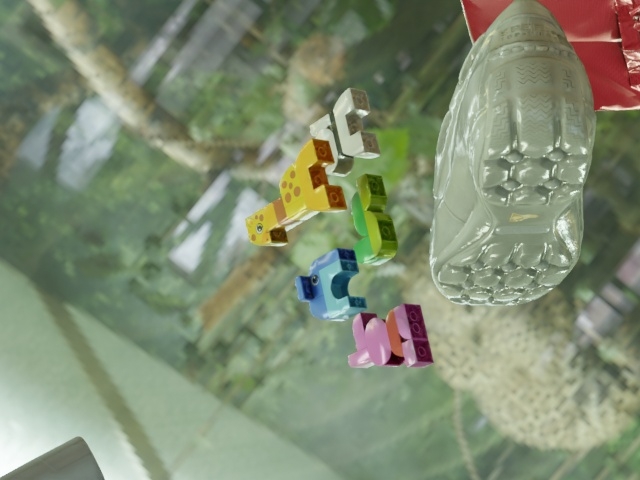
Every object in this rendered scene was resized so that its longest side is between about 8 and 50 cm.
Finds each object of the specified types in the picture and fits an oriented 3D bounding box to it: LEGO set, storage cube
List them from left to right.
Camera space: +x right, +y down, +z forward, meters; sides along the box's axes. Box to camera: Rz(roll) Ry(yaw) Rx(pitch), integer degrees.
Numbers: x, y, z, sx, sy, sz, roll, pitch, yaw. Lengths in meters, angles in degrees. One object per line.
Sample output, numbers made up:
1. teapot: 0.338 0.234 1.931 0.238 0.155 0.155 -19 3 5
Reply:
1. LEGO set: 0.000 0.000 1.172 0.087 0.093 0.227 7 -117 -44
2. storage cube: 0.255 -0.251 1.471 0.193 0.215 0.183 0 140 22

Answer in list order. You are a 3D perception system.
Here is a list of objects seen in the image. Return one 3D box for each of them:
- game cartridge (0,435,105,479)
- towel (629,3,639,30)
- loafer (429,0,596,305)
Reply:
1. game cartridge: -0.310 0.410 1.844 0.294 0.196 0.060 64 157 -2
2. towel: 0.283 -0.220 0.840 0.031 0.199 0.275 44 -135 5
3. loafer: 0.135 -0.048 1.084 0.112 0.111 0.319 1 153 -3
